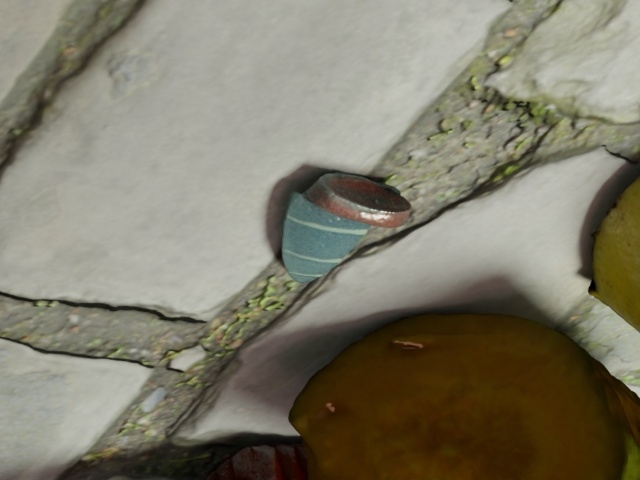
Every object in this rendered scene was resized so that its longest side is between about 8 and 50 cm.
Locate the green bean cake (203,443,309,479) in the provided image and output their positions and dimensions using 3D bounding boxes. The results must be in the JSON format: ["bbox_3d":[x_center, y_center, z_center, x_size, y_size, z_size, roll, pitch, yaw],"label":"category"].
[{"bbox_3d":[-0.044,0.231,1.702,0.135,0.056,0.135,12,135,-37],"label":"green bean cake"}]

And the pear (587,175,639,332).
[{"bbox_3d":[0.342,0.032,1.496,0.267,0.178,0.267,-9,143,-7],"label":"pear"}]

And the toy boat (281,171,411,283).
[{"bbox_3d":[0.000,0.000,1.412,0.096,0.034,0.122,14,137,-31],"label":"toy boat"}]

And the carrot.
[{"bbox_3d":[0.161,0.196,1.589,0.241,0.241,0.340,-31,147,19],"label":"carrot"}]
